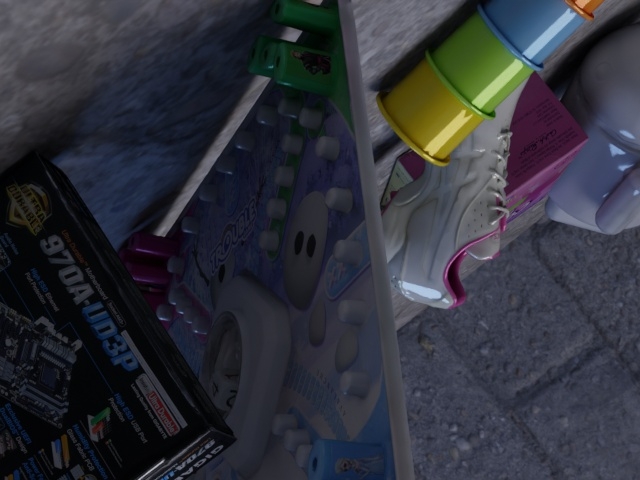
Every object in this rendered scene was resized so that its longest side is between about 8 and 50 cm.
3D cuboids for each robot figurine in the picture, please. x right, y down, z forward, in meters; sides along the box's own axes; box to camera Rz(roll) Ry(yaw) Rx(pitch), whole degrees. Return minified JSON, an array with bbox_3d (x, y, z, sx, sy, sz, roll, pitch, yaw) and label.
[{"bbox_3d":[0.419,-0.153,1.614,0.353,0.200,0.300,110,-10,-55],"label":"robot figurine"}]

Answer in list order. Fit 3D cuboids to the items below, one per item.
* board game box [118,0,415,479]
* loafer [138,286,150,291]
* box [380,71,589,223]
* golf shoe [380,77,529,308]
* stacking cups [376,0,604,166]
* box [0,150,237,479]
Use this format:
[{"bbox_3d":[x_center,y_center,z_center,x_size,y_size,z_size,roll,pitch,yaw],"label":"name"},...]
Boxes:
[{"bbox_3d":[-0.068,0.089,0.822,0.050,0.390,0.390,9,147,-24],"label":"board game box"},{"bbox_3d":[-0.084,0.053,1.163,0.366,0.130,0.134,-34,169,-11],"label":"loafer"},{"bbox_3d":[0.202,-0.078,1.539,0.213,0.117,0.243,-34,170,-12],"label":"box"},{"bbox_3d":[0.165,-0.063,1.296,0.306,0.140,0.115,-61,160,20],"label":"golf shoe"},{"bbox_3d":[0.186,-0.208,1.056,0.316,0.096,0.096,-46,166,22],"label":"stacking cups"},{"bbox_3d":[-0.183,0.082,0.726,0.175,0.220,0.051,-37,160,1],"label":"box"}]
